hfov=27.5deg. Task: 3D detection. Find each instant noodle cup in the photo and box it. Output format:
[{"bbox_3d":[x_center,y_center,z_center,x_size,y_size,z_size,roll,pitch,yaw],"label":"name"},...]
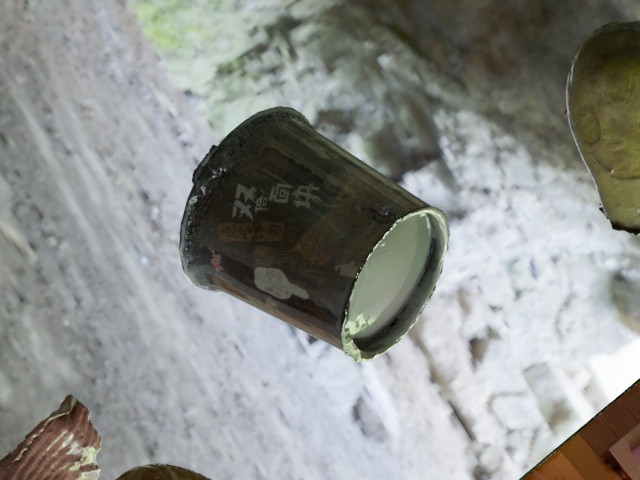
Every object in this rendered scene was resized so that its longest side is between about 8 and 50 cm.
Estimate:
[{"bbox_3d":[0.000,0.000,1.327,0.207,0.217,0.217,30,-9,29],"label":"instant noodle cup"}]

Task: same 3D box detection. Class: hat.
[{"bbox_3d":[-0.428,0.378,1.878,0.286,0.107,0.236,-38,131,-50],"label":"hat"}]

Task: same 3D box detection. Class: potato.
[{"bbox_3d":[0.405,-0.162,1.591,0.229,0.229,0.266,-116,-179,-47],"label":"potato"}]

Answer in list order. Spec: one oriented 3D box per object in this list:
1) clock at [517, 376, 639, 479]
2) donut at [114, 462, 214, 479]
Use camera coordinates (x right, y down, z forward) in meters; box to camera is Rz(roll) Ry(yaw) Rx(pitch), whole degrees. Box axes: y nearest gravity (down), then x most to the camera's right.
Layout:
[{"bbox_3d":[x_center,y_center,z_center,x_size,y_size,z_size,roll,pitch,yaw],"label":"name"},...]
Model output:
[{"bbox_3d":[0.242,0.195,1.056,0.106,0.220,0.255,50,15,13],"label":"clock"},{"bbox_3d":[-0.115,0.291,1.087,0.226,0.114,0.226,42,16,-15],"label":"donut"}]
